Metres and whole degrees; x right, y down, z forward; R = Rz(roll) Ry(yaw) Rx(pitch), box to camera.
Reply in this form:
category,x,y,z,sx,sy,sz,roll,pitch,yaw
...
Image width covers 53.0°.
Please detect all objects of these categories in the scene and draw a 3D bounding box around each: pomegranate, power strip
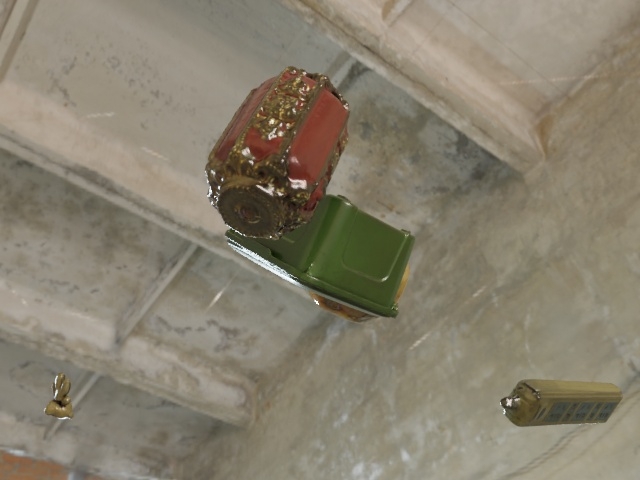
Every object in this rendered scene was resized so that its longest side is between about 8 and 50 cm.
category,x,y,z,sx,sy,sz,roll,pitch,yaw
pomegranate,0.095,0.076,1.613,0.260,0.260,0.260,-6,-46,-6
power strip,0.504,0.340,1.336,0.388,0.066,0.092,11,-66,-35

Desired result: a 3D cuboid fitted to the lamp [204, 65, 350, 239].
category,x,y,z,sx,sy,sz,roll,pitch,yaw
lamp,-0.057,-0.129,0.926,0.177,0.274,0.177,13,-40,11

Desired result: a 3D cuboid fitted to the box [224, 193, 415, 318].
category,x,y,z,sx,sy,sz,roll,pitch,yaw
box,0.000,0.000,1.195,0.253,0.329,0.177,23,-90,-37

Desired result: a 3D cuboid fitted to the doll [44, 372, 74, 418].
category,x,y,z,sx,sy,sz,roll,pitch,yaw
doll,-0.491,0.296,1.225,0.051,0.061,0.093,14,-75,-54
